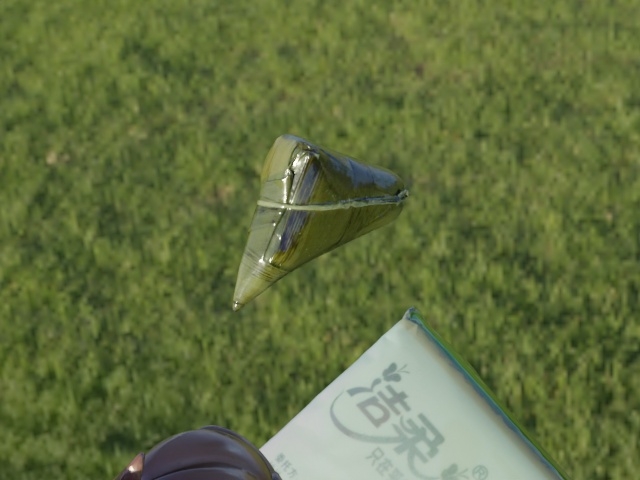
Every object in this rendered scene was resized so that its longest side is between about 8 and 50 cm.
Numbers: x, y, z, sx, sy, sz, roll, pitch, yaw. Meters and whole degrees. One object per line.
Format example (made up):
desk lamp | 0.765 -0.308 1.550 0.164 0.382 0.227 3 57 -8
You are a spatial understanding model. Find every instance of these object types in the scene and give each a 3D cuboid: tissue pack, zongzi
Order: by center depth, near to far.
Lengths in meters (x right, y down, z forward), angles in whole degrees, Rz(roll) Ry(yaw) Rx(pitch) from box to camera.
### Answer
zongzi | 0.000 0.000 0.926 0.104 0.113 0.052 17 -2 -38
tissue pack | 0.099 0.317 1.154 0.332 0.205 0.405 -42 61 0

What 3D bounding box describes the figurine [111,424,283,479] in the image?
figurine | -0.073 0.135 0.626 0.126 0.114 0.157 -3 46 42
